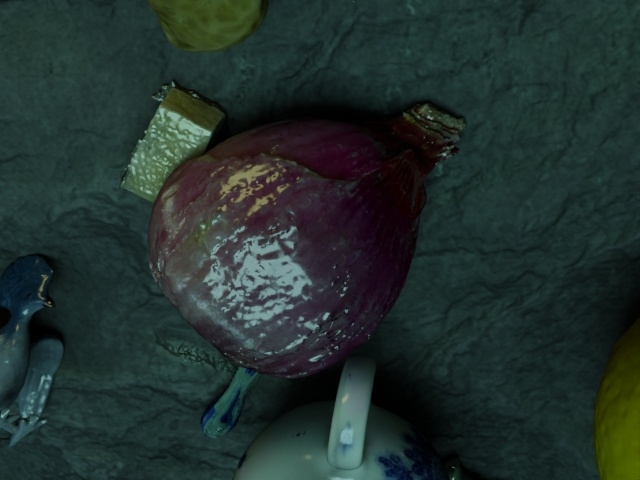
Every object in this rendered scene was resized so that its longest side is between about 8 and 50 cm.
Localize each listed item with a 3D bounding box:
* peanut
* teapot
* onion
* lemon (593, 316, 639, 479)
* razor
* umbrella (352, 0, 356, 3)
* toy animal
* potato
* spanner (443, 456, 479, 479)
[{"bbox_3d":[-0.097,-0.302,1.124,0.147,0.147,0.306,14,124,-1],"label":"peanut"},{"bbox_3d":[0.020,0.313,1.388,0.252,0.280,0.424,9,118,4],"label":"teapot"},{"bbox_3d":[0.000,0.000,1.258,0.348,0.159,0.267,-39,119,16],"label":"onion"},{"bbox_3d":[0.431,0.203,1.288,0.336,0.336,0.336,4,124,6],"label":"lemon"},{"bbox_3d":[-0.073,0.128,1.457,0.093,0.056,0.324,23,124,-9],"label":"razor"},{"bbox_3d":[0.008,-0.257,1.206,0.020,0.031,0.083,-4,127,50],"label":"umbrella"},{"bbox_3d":[-0.371,0.149,1.457,0.255,0.176,0.239,-37,147,19],"label":"toy animal"},{"bbox_3d":[-0.152,-0.094,1.317,0.086,0.061,0.122,25,122,-6],"label":"potato"},{"bbox_3d":[0.120,0.293,1.547,0.324,0.040,0.096,17,125,-1],"label":"spanner"}]
